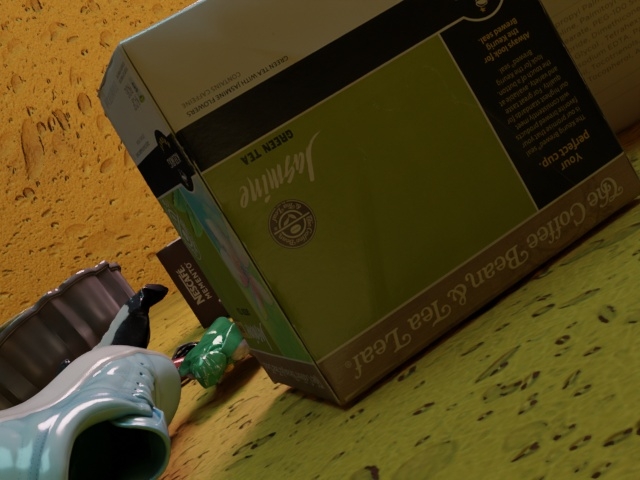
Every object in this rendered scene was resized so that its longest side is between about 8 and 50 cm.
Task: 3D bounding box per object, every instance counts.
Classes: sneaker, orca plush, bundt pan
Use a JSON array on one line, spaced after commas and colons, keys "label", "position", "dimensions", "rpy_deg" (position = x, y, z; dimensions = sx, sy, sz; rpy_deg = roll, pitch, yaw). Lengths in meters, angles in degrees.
[{"label": "sneaker", "position": [-0.185, 0.187, 0.894], "dimensions": [0.150, 0.135, 0.366], "rpy_deg": [2, 11, 18]}, {"label": "orca plush", "position": [-0.239, 0.180, 1.126], "dimensions": [0.287, 0.102, 0.151], "rpy_deg": [-60, 27, 2]}, {"label": "bundt pan", "position": [-0.377, 0.189, 1.471], "dimensions": [0.331, 0.124, 0.331], "rpy_deg": [-47, -7, -7]}]

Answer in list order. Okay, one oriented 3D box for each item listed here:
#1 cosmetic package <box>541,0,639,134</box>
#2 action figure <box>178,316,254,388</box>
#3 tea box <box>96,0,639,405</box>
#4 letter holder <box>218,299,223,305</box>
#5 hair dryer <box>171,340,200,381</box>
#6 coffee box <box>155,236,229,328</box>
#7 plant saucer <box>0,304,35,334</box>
[{"label": "cosmetic package", "position": [0.222, -0.333, 1.216], "dimensions": [0.327, 0.393, 0.329], "rpy_deg": [-30, 36, 5]}, {"label": "action figure", "position": [-0.106, 0.126, 1.154], "dimensions": [0.137, 0.063, 0.232], "rpy_deg": [-28, 2, 13]}, {"label": "tea box", "position": [0.035, -0.084, 0.870], "dimensions": [0.329, 0.323, 0.220], "rpy_deg": [-32, 6, -16]}, {"label": "letter holder", "position": [-0.069, -0.045, 1.628], "dimensions": [0.302, 0.152, 0.214], "rpy_deg": [-46, 20, -25]}, {"label": "hair dryer", "position": [-0.241, 0.183, 1.297], "dimensions": [0.224, 0.080, 0.293], "rpy_deg": [-32, 5, 2]}, {"label": "coffee box", "position": [-0.166, 0.028, 1.879], "dimensions": [0.119, 0.168, 0.297], "rpy_deg": [-30, 5, 21]}, {"label": "plant saucer", "position": [-0.481, 0.192, 1.515], "dimensions": [0.241, 0.037, 0.241], "rpy_deg": [-46, -7, -7]}]
